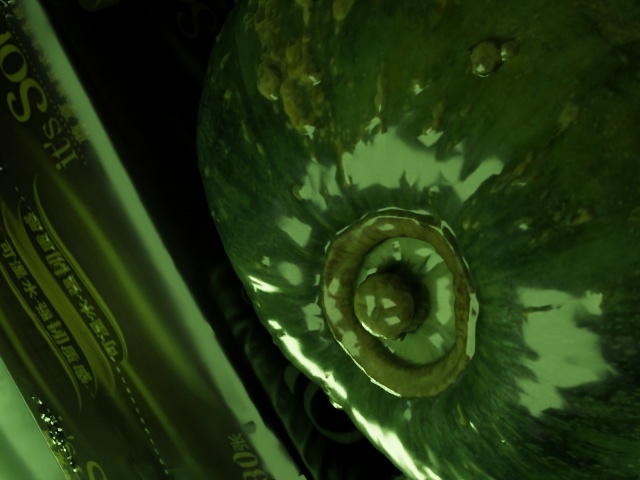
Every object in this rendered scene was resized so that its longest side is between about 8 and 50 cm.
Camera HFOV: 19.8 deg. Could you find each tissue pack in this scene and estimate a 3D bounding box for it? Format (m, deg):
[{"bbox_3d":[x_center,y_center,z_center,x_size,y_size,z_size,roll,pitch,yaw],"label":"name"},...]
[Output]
[{"bbox_3d":[-0.083,-0.012,1.055,0.210,0.198,0.370,-26,93,49],"label":"tissue pack"}]

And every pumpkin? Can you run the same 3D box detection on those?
[{"bbox_3d":[0.103,-0.035,0.885,0.291,0.257,0.328,-34,88,42],"label":"pumpkin"}]

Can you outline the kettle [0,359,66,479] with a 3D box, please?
[{"bbox_3d":[-0.244,0.034,1.323,0.265,0.205,0.318,-21,108,34],"label":"kettle"}]
